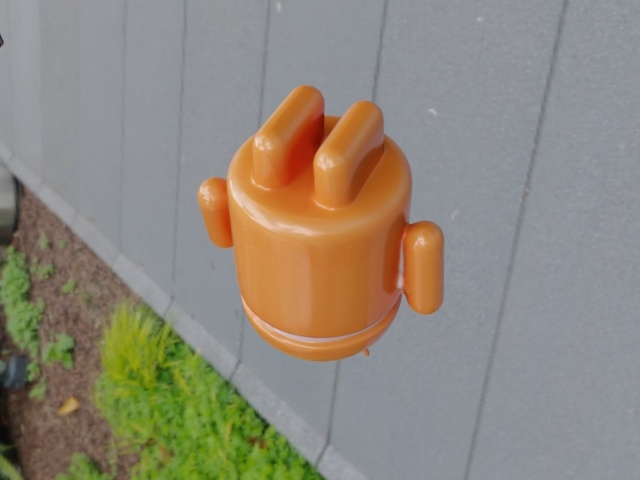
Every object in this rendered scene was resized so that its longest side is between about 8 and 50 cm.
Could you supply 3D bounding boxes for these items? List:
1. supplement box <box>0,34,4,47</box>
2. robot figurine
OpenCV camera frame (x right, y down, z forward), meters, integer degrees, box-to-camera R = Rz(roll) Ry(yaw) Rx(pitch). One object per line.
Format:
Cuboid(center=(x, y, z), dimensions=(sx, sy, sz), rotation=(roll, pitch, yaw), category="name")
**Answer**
Cuboid(center=(-0.257, -0.103, 0.286), dimensions=(0.073, 0.239, 0.130), rotation=(-13, 98, 47), category="supplement box")
Cuboid(center=(-0.002, -0.001, 0.579), dimensions=(0.219, 0.158, 0.128), rotation=(89, 167, -45), category="robot figurine")
